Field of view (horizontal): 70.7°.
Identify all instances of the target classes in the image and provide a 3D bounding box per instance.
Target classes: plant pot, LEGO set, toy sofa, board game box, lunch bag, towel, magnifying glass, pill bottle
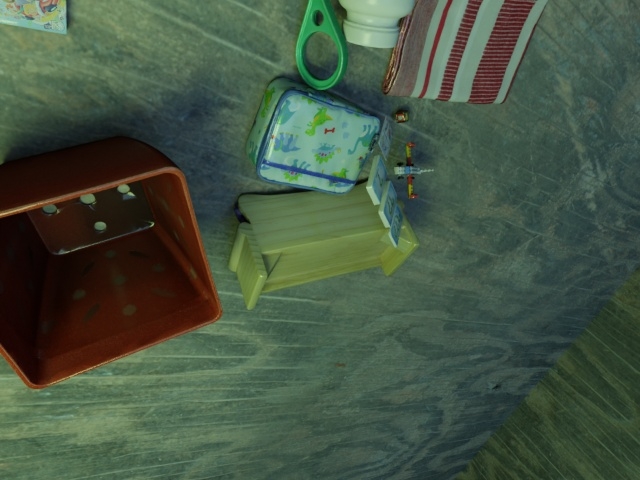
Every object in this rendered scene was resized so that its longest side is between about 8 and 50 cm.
[{"bbox_3d":[-0.323,-0.004,0.639,0.268,0.235,0.267,-20,131,-19],"label":"plant pot"},{"bbox_3d":[0.159,-0.135,0.864,0.182,0.060,0.244,57,41,-46],"label":"LEGO set"},{"bbox_3d":[0.000,0.000,0.926,0.363,0.177,0.150,-11,153,-25],"label":"toy sofa"},{"bbox_3d":[-0.352,-0.330,0.518,0.104,0.026,0.154,-2,124,-30],"label":"board game box"},{"bbox_3d":[-0.012,-0.175,0.806,0.219,0.090,0.176,9,121,-35],"label":"lunch bag"},{"bbox_3d":[0.286,-0.383,0.866,0.329,0.037,0.236,-5,126,-29],"label":"towel"},{"bbox_3d":[-0.002,-0.351,0.689,0.026,0.092,0.230,-34,130,-47],"label":"magnifying glass"},{"bbox_3d":[0.090,-0.408,0.666,0.121,0.121,0.216,-9,127,-26],"label":"pill bottle"}]
